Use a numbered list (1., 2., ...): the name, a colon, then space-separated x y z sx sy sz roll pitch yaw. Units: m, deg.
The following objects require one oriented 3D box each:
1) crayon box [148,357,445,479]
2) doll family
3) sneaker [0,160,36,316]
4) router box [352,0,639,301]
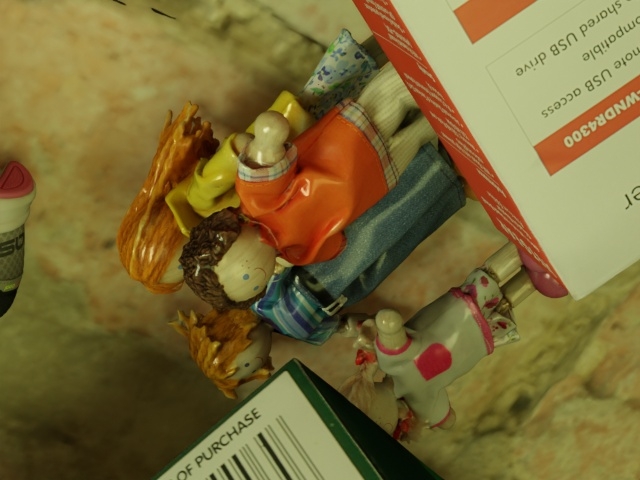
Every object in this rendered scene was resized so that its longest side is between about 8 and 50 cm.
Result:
1. crayon box: -0.060 0.258 0.607 0.363 0.106 0.313 -40 144 2
2. doll family: 0.000 0.000 0.568 0.163 0.118 0.263 -39 144 -3
3. sneaker: -0.200 0.015 0.512 0.170 0.063 0.075 -11 117 -21
4. router box: 0.130 -0.196 0.376 0.335 0.082 0.301 -34 114 1
